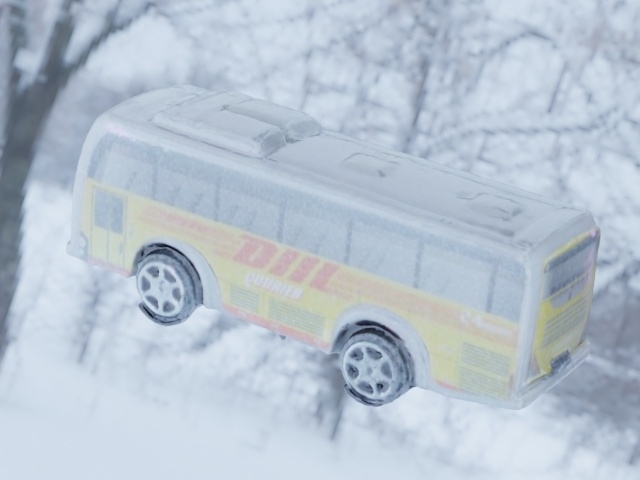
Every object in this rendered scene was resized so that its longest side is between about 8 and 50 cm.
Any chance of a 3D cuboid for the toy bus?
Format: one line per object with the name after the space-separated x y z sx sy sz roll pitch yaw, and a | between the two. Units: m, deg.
0.000 0.000 0.882 0.268 0.106 0.092 19 28 28 | toy bus
